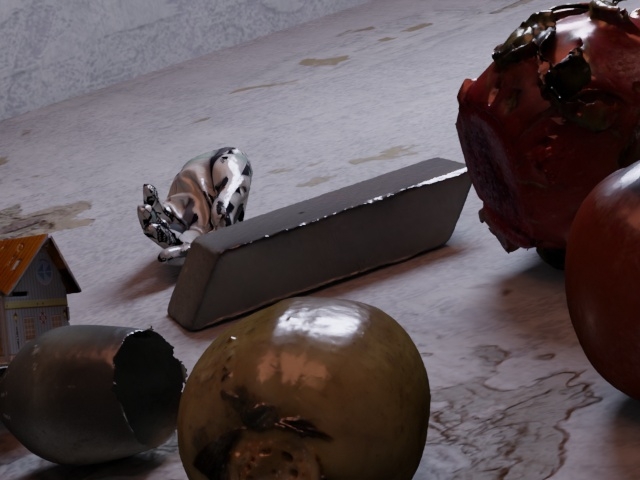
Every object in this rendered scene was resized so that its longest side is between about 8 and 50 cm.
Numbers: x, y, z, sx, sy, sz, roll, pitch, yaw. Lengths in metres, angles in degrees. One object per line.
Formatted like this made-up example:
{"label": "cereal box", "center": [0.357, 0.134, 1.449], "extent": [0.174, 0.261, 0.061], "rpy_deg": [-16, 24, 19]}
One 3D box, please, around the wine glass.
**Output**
{"label": "wine glass", "center": [-0.243, 0.139, 1.585], "extent": [0.241, 0.126, 0.126], "rpy_deg": [-8, 16, 27]}

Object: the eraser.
{"label": "eraser", "center": [0.000, 0.001, 1.952], "extent": [0.352, 0.077, 0.111], "rpy_deg": [-19, 13, -16]}

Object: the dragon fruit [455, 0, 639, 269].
{"label": "dragon fruit", "center": [0.292, -0.118, 1.781], "extent": [0.291, 0.269, 0.250], "rpy_deg": [-21, 25, -10]}

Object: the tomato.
{"label": "tomato", "center": [0.288, 0.022, 1.391], "extent": [0.208, 0.184, 0.208], "rpy_deg": [-14, 13, 3]}

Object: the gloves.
{"label": "gloves", "center": [-0.147, -0.029, 2.152], "extent": [0.127, 0.111, 0.212], "rpy_deg": [11, 45, 14]}

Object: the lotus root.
{"label": "lotus root", "center": [-0.005, 0.122, 1.364], "extent": [0.183, 0.183, 0.310], "rpy_deg": [-11, 9, 11]}

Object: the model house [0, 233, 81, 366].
{"label": "model house", "center": [-0.323, 0.062, 1.801], "extent": [0.219, 0.136, 0.207], "rpy_deg": [-9, -5, 30]}
